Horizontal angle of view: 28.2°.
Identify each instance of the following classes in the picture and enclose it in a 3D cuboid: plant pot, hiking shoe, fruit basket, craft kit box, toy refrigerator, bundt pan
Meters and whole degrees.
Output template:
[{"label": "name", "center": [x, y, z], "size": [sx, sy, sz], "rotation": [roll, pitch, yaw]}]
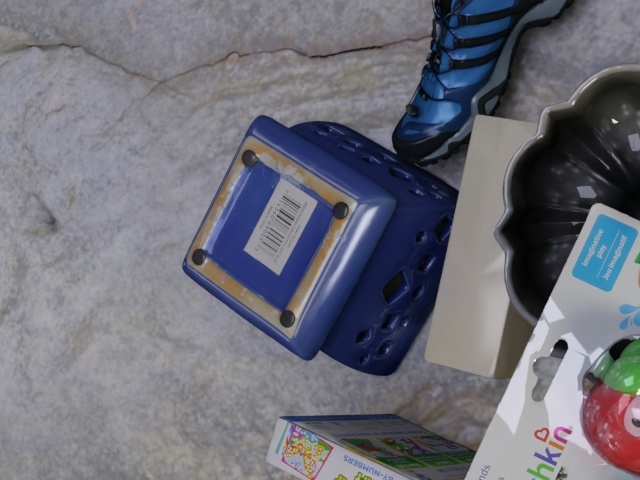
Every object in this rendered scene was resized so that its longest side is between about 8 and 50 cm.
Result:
[{"label": "plant pot", "center": [0.000, 0.000, 1.432], "size": [0.236, 0.212, 0.236], "rotation": [34, 103, 30]}, {"label": "hiking shoe", "center": [0.155, -0.227, 1.392], "size": [0.304, 0.132, 0.113], "rotation": [-56, 31, 8]}, {"label": "fruit basket", "center": [0.332, 0.182, 1.100], "size": [0.353, 0.165, 0.327], "rotation": [26, 91, 5]}, {"label": "craft kit box", "center": [0.111, 0.247, 1.320], "size": [0.247, 0.250, 0.061], "rotation": [17, 93, 32]}, {"label": "toy refrigerator", "center": [0.193, 0.008, 1.380], "size": [0.094, 0.102, 0.269], "rotation": [12, 92, 31]}, {"label": "bundt pan", "center": [0.338, -0.014, 1.245], "size": [0.331, 0.124, 0.331], "rotation": [1, 94, 11]}]
